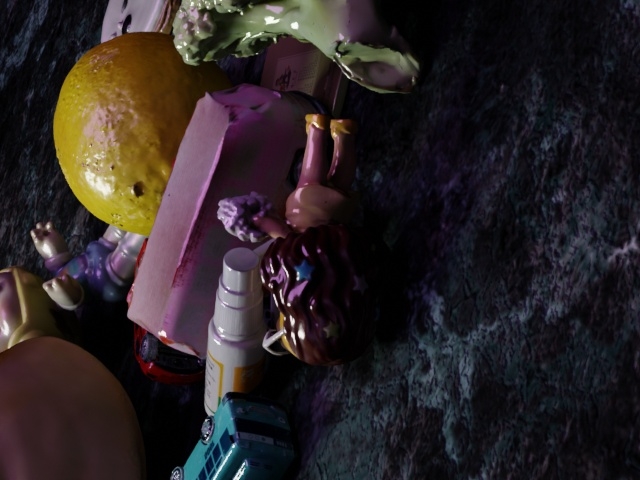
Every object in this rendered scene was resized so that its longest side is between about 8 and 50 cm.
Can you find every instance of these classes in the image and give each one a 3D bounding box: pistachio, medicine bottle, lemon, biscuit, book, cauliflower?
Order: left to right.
[{"bbox_3d":[-0.377,0.323,1.905,0.365,0.281,0.445,24,92,23],"label":"pistachio"},{"bbox_3d":[-0.259,-0.338,2.339,0.208,0.049,0.181,20,93,64],"label":"biscuit"},{"bbox_3d":[-0.201,-0.127,1.918,0.263,0.236,0.236,24,96,59],"label":"lemon"},{"bbox_3d":[-0.074,0.093,1.678,0.061,0.092,0.220,40,142,31],"label":"medicine bottle"},{"bbox_3d":[-0.028,-0.293,1.665,0.327,0.260,0.281,-59,31,21],"label":"cauliflower"},{"bbox_3d":[-0.019,-0.182,1.848,0.199,0.016,0.138,-1,74,61],"label":"book"}]

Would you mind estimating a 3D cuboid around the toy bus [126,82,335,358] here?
[{"bbox_3d":[-0.095,-0.021,1.751,0.127,0.147,0.302,35,110,53],"label":"toy bus"}]

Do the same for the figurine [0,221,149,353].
[{"bbox_3d":[-0.335,0.105,2.118,0.382,0.205,0.224,-34,42,22],"label":"figurine"}]

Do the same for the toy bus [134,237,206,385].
[{"bbox_3d":[-0.181,0.094,1.922,0.089,0.081,0.195,123,150,-45],"label":"toy bus"}]

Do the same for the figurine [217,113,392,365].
[{"bbox_3d":[0.001,0.002,1.570,0.116,0.175,0.240,-15,75,49],"label":"figurine"}]

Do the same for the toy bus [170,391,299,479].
[{"bbox_3d":[-0.092,0.242,1.674,0.160,0.079,0.092,-59,30,25],"label":"toy bus"}]
